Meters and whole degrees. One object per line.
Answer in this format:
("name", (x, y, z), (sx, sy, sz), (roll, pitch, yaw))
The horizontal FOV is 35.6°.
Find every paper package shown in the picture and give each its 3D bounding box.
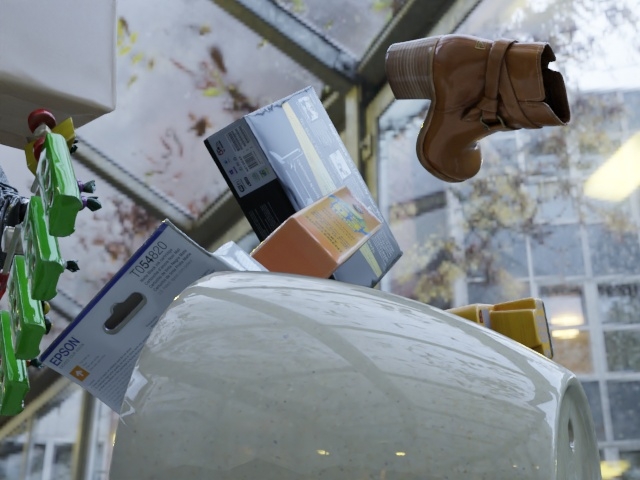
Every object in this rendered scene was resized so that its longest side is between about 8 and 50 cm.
("paper package", (-0.394, -0.299, 1.126), (0.168, 0.325, 0.309), (-17, -21, 40))

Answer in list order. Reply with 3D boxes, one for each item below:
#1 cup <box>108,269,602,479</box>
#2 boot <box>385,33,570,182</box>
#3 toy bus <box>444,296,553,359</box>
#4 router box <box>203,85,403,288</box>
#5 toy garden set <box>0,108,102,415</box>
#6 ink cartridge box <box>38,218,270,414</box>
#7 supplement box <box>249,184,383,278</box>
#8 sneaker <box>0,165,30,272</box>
("cup", (0.053, 0.176, 0.652), (0.237, 0.331, 0.331), (-5, -26, 24))
("boot", (0.234, -0.172, 1.343), (0.220, 0.109, 0.283), (4, -37, 31))
("toy bus", (0.199, 0.172, 1.617), (0.332, 0.108, 0.130), (-16, -15, 32))
("router box", (-0.015, -0.057, 1.467), (0.081, 0.309, 0.243), (-26, 6, 28))
("toy garden set", (-0.267, 0.009, 0.960), (0.049, 0.204, 0.244), (8, -60, -27))
("ink cartridge box", (-0.113, 0.105, 0.934), (0.224, 0.045, 0.223), (40, -61, -14))
("supplement box", (0.000, 0.000, 1.144), (0.080, 0.078, 0.233), (-45, -2, 17))
("sneaker", (-0.452, -0.050, 1.467), (0.130, 0.227, 0.087), (-35, -37, 19))
